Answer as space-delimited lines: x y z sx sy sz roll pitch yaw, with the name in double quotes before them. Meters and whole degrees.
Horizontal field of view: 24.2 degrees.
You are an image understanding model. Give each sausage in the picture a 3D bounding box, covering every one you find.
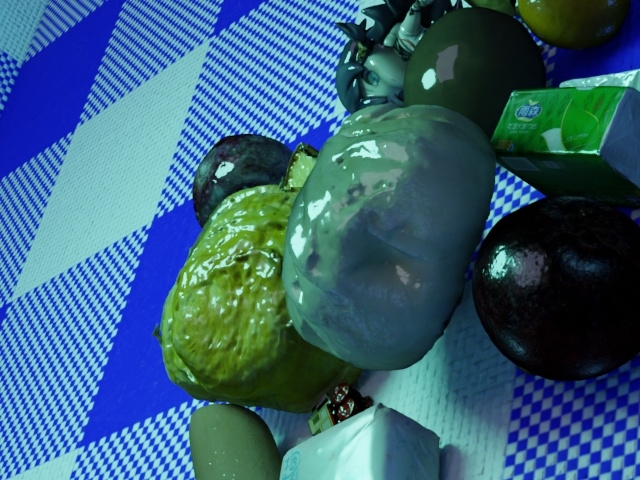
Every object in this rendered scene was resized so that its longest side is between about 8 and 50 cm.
"sausage" -0.105 0.322 1.996 0.123 0.123 0.253 -46 29 15

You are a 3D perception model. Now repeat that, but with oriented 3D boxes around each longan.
"longan" 0.211 -0.217 2.048 0.196 0.196 0.220 -1 58 56

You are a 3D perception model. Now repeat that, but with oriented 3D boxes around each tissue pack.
"tissue pack" 0.339 -0.133 1.803 0.209 0.148 0.156 5 65 58
"tissue pack" 0.038 0.350 1.753 0.201 0.124 0.271 -30 35 31

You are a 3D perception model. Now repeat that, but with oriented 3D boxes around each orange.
"orange" 0.341 -0.331 2.025 0.124 0.156 0.156 117 176 -65

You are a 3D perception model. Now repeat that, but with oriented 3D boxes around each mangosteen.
"mangosteen" 0.266 0.064 1.649 0.216 0.216 0.216 -37 32 28

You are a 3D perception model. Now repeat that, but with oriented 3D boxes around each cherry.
"cherry" -0.117 -0.082 2.414 0.195 0.195 0.195 -37 32 28

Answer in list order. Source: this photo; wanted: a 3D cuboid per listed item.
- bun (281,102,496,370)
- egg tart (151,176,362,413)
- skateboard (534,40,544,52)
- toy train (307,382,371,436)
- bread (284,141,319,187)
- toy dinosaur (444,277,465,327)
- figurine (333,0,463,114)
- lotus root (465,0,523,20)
"bun" 0.068 -0.014 1.798 0.360 0.211 0.359 -159 90 -87
"egg tart" -0.083 0.080 2.055 0.352 0.153 0.339 11 93 31
"skateboard" 0.279 -0.257 2.164 0.083 0.032 0.063 -1 68 53
"toy train" 0.033 0.247 1.950 0.087 0.050 0.138 -50 29 16
"bread" 0.008 -0.005 2.167 0.129 0.134 0.260 27 110 46
"toy dinosaur" 0.162 0.044 1.981 0.101 0.055 0.279 -25 37 27
"figurine" 0.128 -0.284 2.238 0.265 0.175 0.197 -45 -8 32
"lotus root" 0.264 -0.413 2.200 0.183 0.183 0.310 -46 35 14
